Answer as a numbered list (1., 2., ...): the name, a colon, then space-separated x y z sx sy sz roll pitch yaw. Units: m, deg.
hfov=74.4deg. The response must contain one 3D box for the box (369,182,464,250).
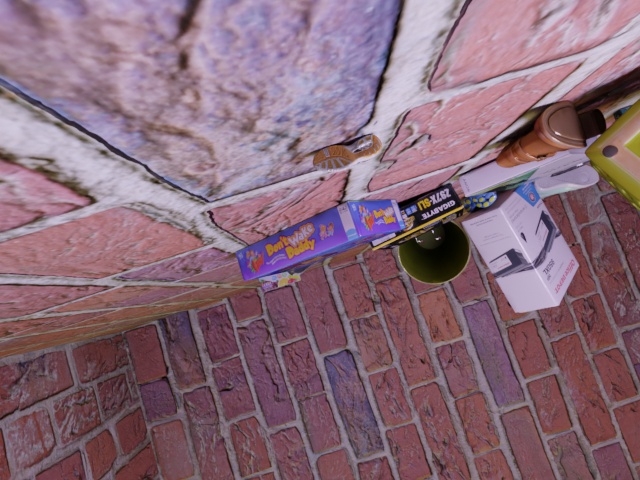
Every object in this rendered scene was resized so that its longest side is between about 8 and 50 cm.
1. box: 0.282 -0.058 1.230 0.257 0.079 0.322 -29 171 15

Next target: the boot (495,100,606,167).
1. boot: 0.356 -0.160 0.695 0.197 0.073 0.152 -10 174 -38

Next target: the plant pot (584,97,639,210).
1. plant pot: 0.540 -0.128 0.593 0.207 0.227 0.228 -2 139 -47

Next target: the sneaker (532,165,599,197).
1. sneaker: 0.932 -0.225 1.654 0.256 0.094 0.151 -8 168 0

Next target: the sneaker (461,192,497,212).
1. sneaker: 0.554 -0.148 1.454 0.078 0.067 0.188 -34 176 -7

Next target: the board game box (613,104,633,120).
1. board game box: 0.686 -0.224 0.816 0.186 0.126 0.026 -18 173 3

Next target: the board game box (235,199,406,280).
1. board game box: 0.000 0.000 1.025 0.347 0.078 0.233 -22 173 33

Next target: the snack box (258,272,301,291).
1. snack box: -0.150 0.114 1.493 0.141 0.100 0.037 -19 175 -3

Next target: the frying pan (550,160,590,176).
1. frying pan: 0.859 -0.269 1.265 0.326 0.053 0.197 -24 173 33

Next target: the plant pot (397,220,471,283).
1. plant pot: 0.466 0.004 1.760 0.275 0.274 0.293 -20 -171 17

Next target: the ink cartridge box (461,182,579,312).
1. ink cartridge box: 0.729 0.015 1.522 0.285 0.395 0.166 -36 -174 -38

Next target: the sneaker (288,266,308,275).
1. sneaker: -0.017 0.033 1.316 0.132 0.086 0.229 -27 -179 28

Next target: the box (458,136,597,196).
1. box: 0.508 -0.180 1.008 0.322 0.058 0.232 -11 170 -45

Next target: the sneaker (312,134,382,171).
1. sneaker: 0.031 -0.095 0.492 0.083 0.032 0.037 -17 174 -8
